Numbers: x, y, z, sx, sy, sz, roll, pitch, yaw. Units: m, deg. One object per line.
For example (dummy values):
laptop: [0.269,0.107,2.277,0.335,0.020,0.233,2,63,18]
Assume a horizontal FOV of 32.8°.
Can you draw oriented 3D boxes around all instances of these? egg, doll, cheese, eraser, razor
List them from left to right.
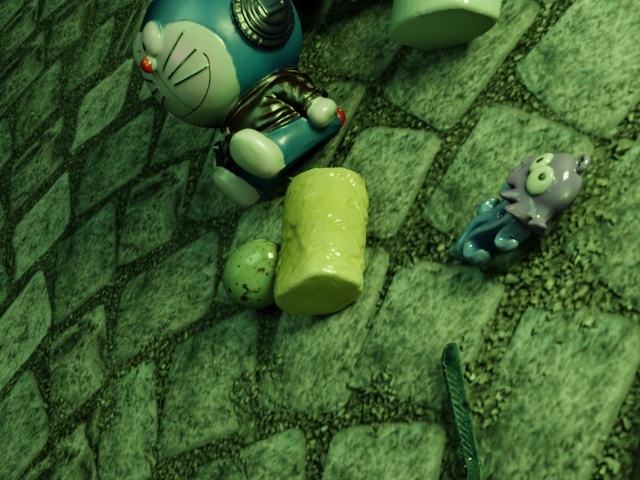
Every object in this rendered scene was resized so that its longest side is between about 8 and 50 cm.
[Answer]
doll: [-0.115,-0.229,1.464,0.240,0.310,0.284,-37,-3,-36]
egg: [-0.081,0.042,1.407,0.085,0.085,0.110,-96,27,-42]
cheese: [0.000,0.000,1.339,0.123,0.094,0.167,-23,47,37]
eraser: [0.174,-0.401,1.373,0.189,0.104,0.290,-5,73,61]
razor: [0.141,0.184,1.087,0.066,0.033,0.190,97,175,-48]
doll: [0.206,-0.031,1.144,0.206,0.067,0.110,-41,28,39]

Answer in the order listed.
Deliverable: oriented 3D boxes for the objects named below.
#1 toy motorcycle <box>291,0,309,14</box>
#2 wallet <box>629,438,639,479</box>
toy motorcycle: [-0.076,-0.373,1.706,0.196,0.125,0.331,-15,49,45]
wallet: [0.334,0.149,0.865,0.170,0.044,0.321,0,66,51]
